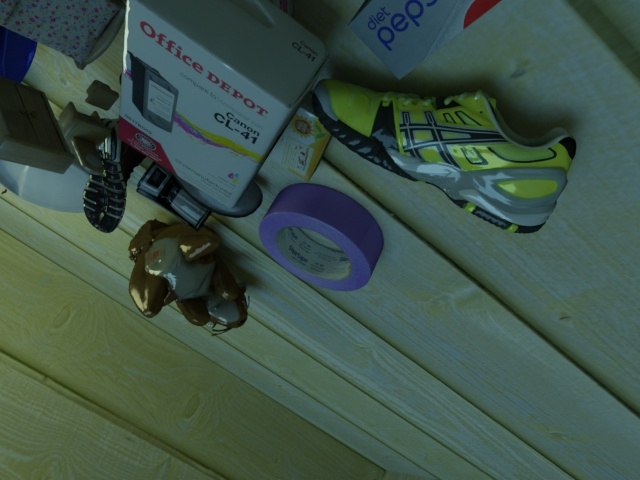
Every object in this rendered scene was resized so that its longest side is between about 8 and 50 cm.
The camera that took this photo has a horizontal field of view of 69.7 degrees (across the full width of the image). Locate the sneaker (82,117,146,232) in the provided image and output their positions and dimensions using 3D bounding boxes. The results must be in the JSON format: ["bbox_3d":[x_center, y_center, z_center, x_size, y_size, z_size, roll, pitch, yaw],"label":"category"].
[{"bbox_3d":[-0.458,-0.159,1.079,0.106,0.162,0.282,26,121,7],"label":"sneaker"}]

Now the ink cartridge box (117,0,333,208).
[{"bbox_3d":[-0.157,-0.204,0.663,0.226,0.131,0.306,33,152,-10],"label":"ink cartridge box"}]

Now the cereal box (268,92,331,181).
[{"bbox_3d":[-0.095,-0.223,0.829,0.240,0.047,0.173,31,150,-2],"label":"cereal box"}]

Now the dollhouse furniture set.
[{"bbox_3d":[-0.391,-0.294,0.752,0.174,0.355,0.303,57,-160,21],"label":"dollhouse furniture set"}]

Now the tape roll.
[{"bbox_3d":[0.000,0.000,1.043,0.274,0.090,0.275,19,148,13],"label":"tape roll"}]

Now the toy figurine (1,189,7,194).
[{"bbox_3d":[-0.887,-0.323,1.188,0.217,0.191,0.363,30,148,6],"label":"toy figurine"}]

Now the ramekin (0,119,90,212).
[{"bbox_3d":[-0.689,-0.198,1.196,0.272,0.127,0.273,2,150,1],"label":"ramekin"}]

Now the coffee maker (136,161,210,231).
[{"bbox_3d":[-0.352,-0.107,1.135,0.178,0.120,0.171,36,149,-12],"label":"coffee maker"}]

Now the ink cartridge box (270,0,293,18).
[{"bbox_3d":[-0.137,-0.352,0.636,0.193,0.088,0.235,21,148,10],"label":"ink cartridge box"}]

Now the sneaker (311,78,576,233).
[{"bbox_3d":[0.170,-0.160,0.668,0.384,0.145,0.147,27,118,7],"label":"sneaker"}]

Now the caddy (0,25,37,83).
[{"bbox_3d":[-0.652,-0.391,0.823,0.179,0.242,0.341,32,136,-19],"label":"caddy"}]

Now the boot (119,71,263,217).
[{"bbox_3d":[-0.249,-0.176,0.913,0.338,0.118,0.222,33,161,-11],"label":"boot"}]

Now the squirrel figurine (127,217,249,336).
[{"bbox_3d":[-0.388,0.115,1.410,0.396,0.281,0.370,26,167,39],"label":"squirrel figurine"}]

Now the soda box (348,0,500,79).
[{"bbox_3d":[0.159,-0.298,0.478,0.098,0.091,0.286,39,147,-19],"label":"soda box"}]
